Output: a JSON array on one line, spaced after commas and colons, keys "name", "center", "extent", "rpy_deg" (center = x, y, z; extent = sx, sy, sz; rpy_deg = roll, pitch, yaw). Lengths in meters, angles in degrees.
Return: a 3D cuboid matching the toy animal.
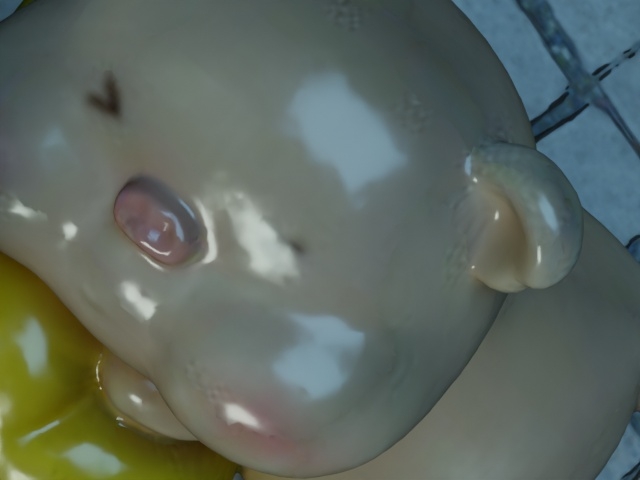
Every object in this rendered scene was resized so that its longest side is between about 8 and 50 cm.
[{"name": "toy animal", "center": [-0.011, 0.018, 0.713], "extent": [0.345, 0.247, 0.277], "rpy_deg": [46, 69, -5]}]
